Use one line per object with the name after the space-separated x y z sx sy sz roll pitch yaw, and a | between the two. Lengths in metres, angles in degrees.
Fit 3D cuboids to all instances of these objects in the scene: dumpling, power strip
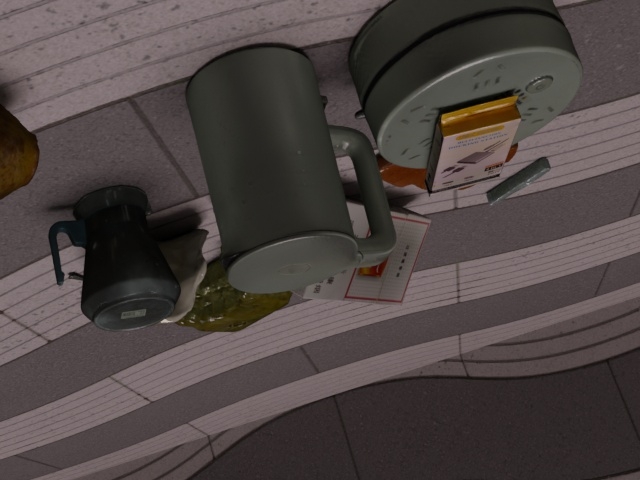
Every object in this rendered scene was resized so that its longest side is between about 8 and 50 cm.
-0.324 0.052 1.904 0.243 0.187 0.318 -51 -155 -9 | dumpling
0.215 -0.252 1.533 0.357 0.161 0.357 -15 159 -6 | power strip

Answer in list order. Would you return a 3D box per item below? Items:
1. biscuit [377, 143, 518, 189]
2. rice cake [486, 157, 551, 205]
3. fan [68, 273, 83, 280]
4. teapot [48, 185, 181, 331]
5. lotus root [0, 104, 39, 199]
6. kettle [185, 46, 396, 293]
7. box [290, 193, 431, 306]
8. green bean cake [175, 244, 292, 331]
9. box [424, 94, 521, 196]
0.242 -0.167 1.932 0.306 0.043 0.284 -9 159 -16 | biscuit
0.441 -0.130 2.192 0.029 0.033 0.171 8 147 -46 | rice cake
-0.457 0.092 2.074 0.132 0.009 0.220 -28 158 20 | fan
-0.360 0.032 1.706 0.203 0.225 0.171 -6 154 -25 | teapot
-0.524 -0.110 1.295 0.291 0.193 0.193 -8 157 -32 | lotus root
-0.054 -0.096 1.480 0.205 0.318 0.265 -28 153 26 | kettle
0.076 0.018 2.043 0.330 0.095 0.210 9 104 -50 | box
-0.197 0.108 2.159 0.236 0.124 0.233 -30 155 31 | green bean cake
0.237 -0.144 1.553 0.129 0.033 0.247 -14 160 -4 | box
